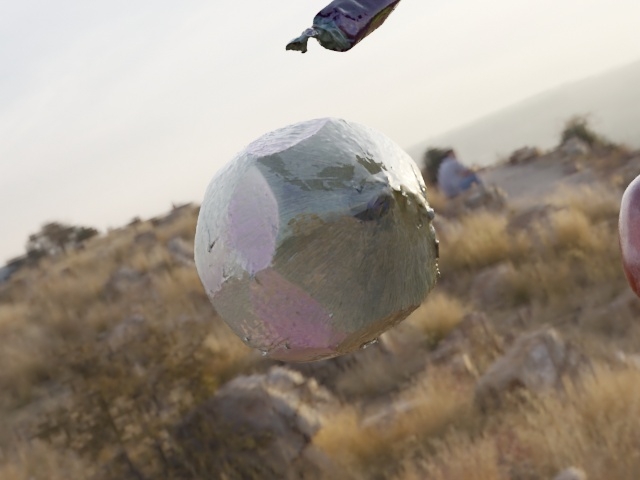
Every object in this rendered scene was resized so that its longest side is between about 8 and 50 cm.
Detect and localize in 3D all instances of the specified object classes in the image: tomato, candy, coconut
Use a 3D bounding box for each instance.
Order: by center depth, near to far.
[{"bbox_3d":[0.034,-0.194,0.992,0.175,0.043,0.045,-41,-6,-35],"label":"candy"},{"bbox_3d":[0.002,0.001,1.110,0.227,0.227,0.230,-24,0,-31],"label":"coconut"},{"bbox_3d":[0.420,-0.001,1.326,0.151,0.187,0.187,2,-15,-44],"label":"tomato"}]
